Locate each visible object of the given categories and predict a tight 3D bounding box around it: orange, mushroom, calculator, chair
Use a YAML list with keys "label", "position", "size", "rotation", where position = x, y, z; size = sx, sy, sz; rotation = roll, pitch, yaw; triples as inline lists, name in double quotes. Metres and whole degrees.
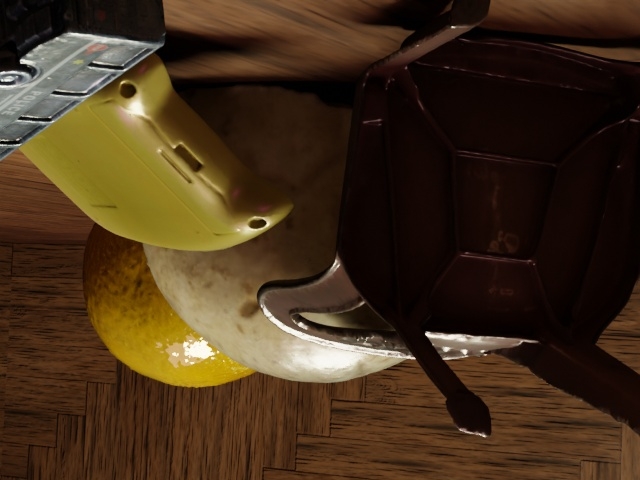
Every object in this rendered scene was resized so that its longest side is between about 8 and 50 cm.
- label: "orange"
  position: [-0.113, 0.030, 1.414]
  size: [0.236, 0.236, 0.236]
  rotation: [3, 177, 0]
- label: "mushroom"
  position: [0.000, 0.000, 1.010]
  size: [0.253, 0.189, 0.195]
  rotation: [8, 177, 17]
- label: "calculator"
  position: [-0.119, -0.048, 0.875]
  size: [0.157, 0.033, 0.236]
  rotation: [45, 158, -24]
- label: "chair"
  position: [0.084, -0.010, 0.772]
  size: [0.175, 0.183, 0.326]
  rotation: [8, -178, -15]

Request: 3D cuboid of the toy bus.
- label: "toy bus"
  position: [-0.133, -0.073, 0.646]
  size: [0.065, 0.047, 0.166]
  rotation: [3, 161, -40]
